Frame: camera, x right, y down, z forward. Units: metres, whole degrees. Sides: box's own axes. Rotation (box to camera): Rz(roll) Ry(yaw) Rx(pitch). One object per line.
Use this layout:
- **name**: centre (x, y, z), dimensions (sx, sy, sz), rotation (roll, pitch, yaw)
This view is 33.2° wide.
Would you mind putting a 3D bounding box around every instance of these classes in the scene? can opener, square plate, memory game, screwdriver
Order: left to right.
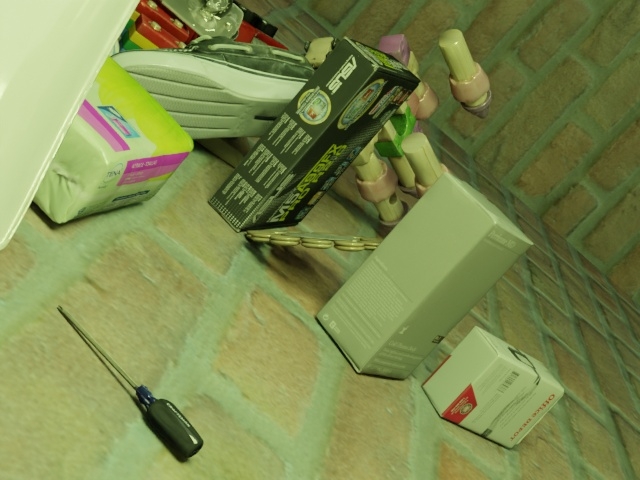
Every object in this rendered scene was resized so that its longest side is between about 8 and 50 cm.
- **square plate**: centre (-0.341, -0.213, 0.880), dimensions (0.347, 0.049, 0.344), rotation (34, 60, -25)
- **screwdriver**: centre (-0.152, 0.107, 0.853), dimensions (0.025, 0.024, 0.170), rotation (-24, 62, -41)
- **can opener**: centre (-0.237, -0.389, 1.586), dimensions (0.283, 0.076, 0.095), rotation (40, -18, -5)
- **memory game**: centre (0.000, 0.000, 1.324), dimensions (0.186, 0.012, 0.186), rotation (4, 4, 0)

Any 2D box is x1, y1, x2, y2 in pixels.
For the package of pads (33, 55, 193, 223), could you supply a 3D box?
- **package of pads**: centre (-0.286, -0.156, 1.078), dimensions (0.296, 0.101, 0.229), rotation (44, 16, 5)

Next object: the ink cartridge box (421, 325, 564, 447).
- **ink cartridge box**: centre (0.221, 0.189, 1.368), dimensions (0.150, 0.109, 0.063), rotation (30, 17, -39)

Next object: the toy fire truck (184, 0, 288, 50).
- **toy fire truck**: centre (-0.123, -0.295, 1.815), dimensions (0.246, 0.158, 0.217), rotation (41, 11, 37)

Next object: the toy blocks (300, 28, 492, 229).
- **toy blocks**: centre (0.119, -0.165, 1.801), dimensions (0.260, 0.309, 0.288), rotation (55, 46, -46)

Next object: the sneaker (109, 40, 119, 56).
- **sneaker**: centre (-0.350, -0.302, 1.354), dimensions (0.237, 0.085, 0.086), rotation (43, 23, 16)

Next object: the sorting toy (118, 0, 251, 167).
- **sorting toy**: centre (-0.197, -0.250, 1.567), dimensions (0.255, 0.089, 0.257), rotation (34, 17, -27)

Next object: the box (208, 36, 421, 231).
- **box**: centre (-0.002, -0.131, 1.387), dimensions (0.060, 0.270, 0.216), rotation (44, 15, 11)

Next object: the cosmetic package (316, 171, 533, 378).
- **cosmetic package**: centre (0.124, 0.046, 1.274), dimensions (0.127, 0.238, 0.107), rotation (18, 29, -55)

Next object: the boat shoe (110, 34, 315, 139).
- **boat shoe**: centre (-0.143, -0.208, 1.415), dimensions (0.335, 0.121, 0.119), rotation (5, 50, -37)
